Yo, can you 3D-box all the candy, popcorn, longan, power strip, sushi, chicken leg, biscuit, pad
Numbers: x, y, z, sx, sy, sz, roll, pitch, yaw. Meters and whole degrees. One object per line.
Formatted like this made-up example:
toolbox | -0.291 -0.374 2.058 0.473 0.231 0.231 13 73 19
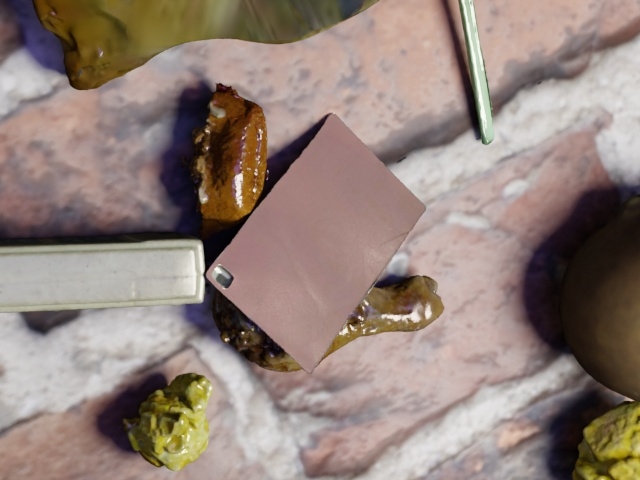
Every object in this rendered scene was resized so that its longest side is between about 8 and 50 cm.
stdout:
candy | 0.104 -0.233 1.188 0.092 0.093 0.335 -14 109 -3
popcorn | 0.268 0.189 1.268 0.106 0.121 0.116 -25 112 -16
longan | 0.289 0.048 1.236 0.189 0.189 0.189 -2 98 -19
power strip | -0.210 0.024 1.106 0.272 0.078 0.052 -1 95 -18
sushi | -0.074 -0.059 1.157 0.060 0.061 0.118 5 76 22
chicken leg | 0.009 0.058 1.198 0.198 0.069 0.085 -4 75 -25
biscuit | -0.063 -0.227 1.072 0.329 0.078 0.335 24 114 -30
pad | 0.000 0.000 1.171 0.113 0.006 0.188 44 58 -12
popcorn | -0.112 0.137 1.165 0.068 0.059 0.083 16 102 -59
